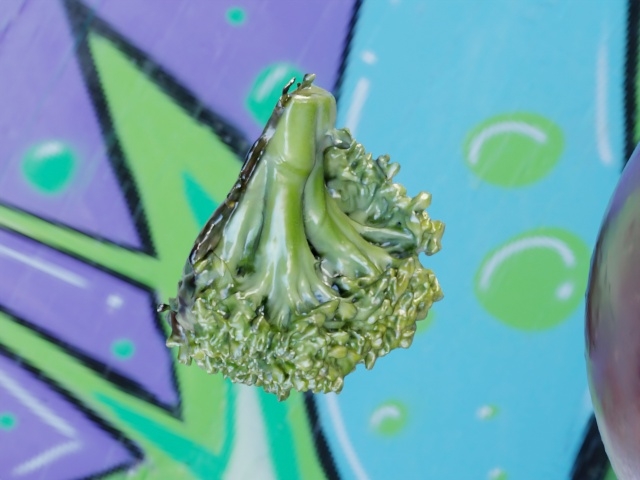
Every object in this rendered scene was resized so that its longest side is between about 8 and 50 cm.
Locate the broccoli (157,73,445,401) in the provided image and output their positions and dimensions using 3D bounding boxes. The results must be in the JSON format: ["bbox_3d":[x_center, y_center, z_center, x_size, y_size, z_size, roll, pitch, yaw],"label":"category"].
[{"bbox_3d":[0.007,0.015,1.119,0.242,0.180,0.273,-45,-12,-47],"label":"broccoli"}]

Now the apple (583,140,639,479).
[{"bbox_3d":[0.237,0.023,0.421,0.317,0.288,0.288,117,168,-60],"label":"apple"}]
